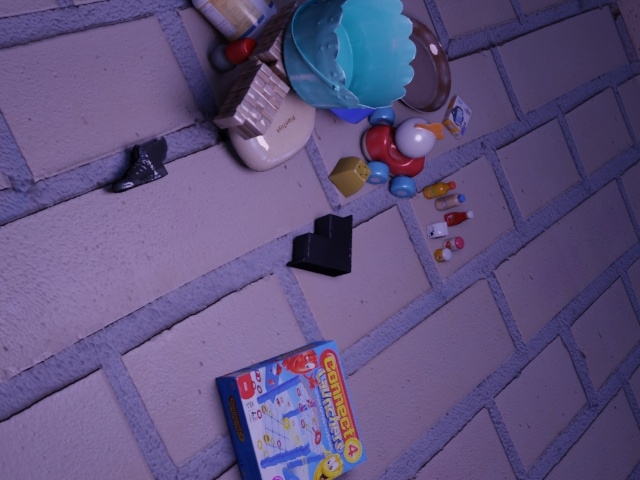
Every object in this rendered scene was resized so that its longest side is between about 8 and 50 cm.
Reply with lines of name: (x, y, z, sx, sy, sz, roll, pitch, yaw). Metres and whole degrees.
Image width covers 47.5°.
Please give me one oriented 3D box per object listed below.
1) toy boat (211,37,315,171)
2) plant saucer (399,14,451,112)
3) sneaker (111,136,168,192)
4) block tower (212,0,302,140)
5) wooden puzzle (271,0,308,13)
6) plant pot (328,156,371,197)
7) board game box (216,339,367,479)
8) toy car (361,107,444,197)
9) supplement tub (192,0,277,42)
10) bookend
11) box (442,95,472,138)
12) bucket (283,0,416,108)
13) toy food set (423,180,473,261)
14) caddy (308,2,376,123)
toy boat: (-0.151, -0.341, 1.778, 0.267, 0.148, 0.318, -40, 113, -33)
plant saucer: (0.282, -0.533, 2.230, 0.310, 0.050, 0.311, 10, 74, -38)
sneaker: (-0.394, -0.166, 1.579, 0.170, 0.051, 0.089, -28, 97, -45)
block tower: (-0.117, -0.380, 1.652, 0.097, 0.091, 0.335, 40, 65, -31)
wooden puzzle: (-0.136, -0.672, 1.924, 0.221, 0.044, 0.239, 46, 50, -22)
plant pot: (0.089, -0.178, 1.960, 0.081, 0.083, 0.081, 46, 54, -22)
board game box: (-0.061, 0.420, 1.689, 0.302, 0.086, 0.308, -15, 89, -41)
toy car: (0.258, -0.268, 2.021, 0.210, 0.238, 0.219, 23, 66, -34)
supplement tub: (-0.218, -0.580, 1.760, 0.199, 0.144, 0.144, 43, 56, -24)
bookend: (0.000, 0.000, 1.850, 0.157, 0.072, 0.156, 14, 70, -36)
box: (0.444, -0.404, 2.349, 0.081, 0.028, 0.136, 40, 59, -26)
bucket: (0.062, -0.423, 1.633, 0.281, 0.183, 0.281, -4, 96, -47)
toy food set: (0.389, -0.057, 2.167, 0.111, 0.104, 0.232, 1, 79, -40)
caddy: (0.062, -0.471, 1.897, 0.341, 0.179, 0.241, 34, 33, -29)
